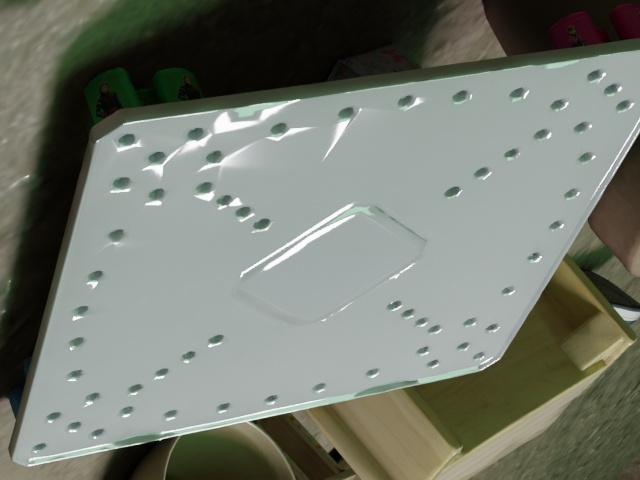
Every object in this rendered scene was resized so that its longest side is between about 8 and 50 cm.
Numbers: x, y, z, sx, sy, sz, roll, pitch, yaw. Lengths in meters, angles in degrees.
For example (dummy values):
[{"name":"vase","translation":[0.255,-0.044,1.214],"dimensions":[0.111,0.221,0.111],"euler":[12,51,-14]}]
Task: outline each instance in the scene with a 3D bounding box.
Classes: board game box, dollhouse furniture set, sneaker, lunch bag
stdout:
[{"name":"board game box","translation":[0.000,0.000,1.320],"dimensions":[0.390,0.050,0.390],"euler":[-10,149,-23]},{"name":"dollhouse furniture set","translation":[-0.044,0.263,1.836],"dimensions":[0.161,0.182,0.101],"euler":[-51,161,22]},{"name":"sneaker","translation":[0.288,0.122,2.388],"dimensions":[0.226,0.086,0.163],"euler":[1,123,-53]},{"name":"lunch bag","translation":[0.052,-0.092,1.381],"dimensions":[0.071,0.083,0.053],"euler":[-22,153,-49]}]

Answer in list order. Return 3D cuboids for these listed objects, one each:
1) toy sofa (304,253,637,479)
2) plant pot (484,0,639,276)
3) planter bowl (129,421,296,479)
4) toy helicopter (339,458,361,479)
[{"name":"toy sofa","translation":[0.145,0.147,2.048],"dimensions":[0.362,0.150,0.177],"euler":[-25,160,-47]},{"name":"plant pot","translation":[0.246,-0.140,1.456],"dimensions":[0.263,0.229,0.263],"euler":[-39,162,-15]},{"name":"planter bowl","translation":[-0.110,0.240,1.722],"dimensions":[0.109,0.162,0.162],"euler":[-22,180,40]},{"name":"toy helicopter","translation":[-0.038,0.382,2.196],"dimensions":[0.355,0.140,0.235],"euler":[-57,174,-19]}]
